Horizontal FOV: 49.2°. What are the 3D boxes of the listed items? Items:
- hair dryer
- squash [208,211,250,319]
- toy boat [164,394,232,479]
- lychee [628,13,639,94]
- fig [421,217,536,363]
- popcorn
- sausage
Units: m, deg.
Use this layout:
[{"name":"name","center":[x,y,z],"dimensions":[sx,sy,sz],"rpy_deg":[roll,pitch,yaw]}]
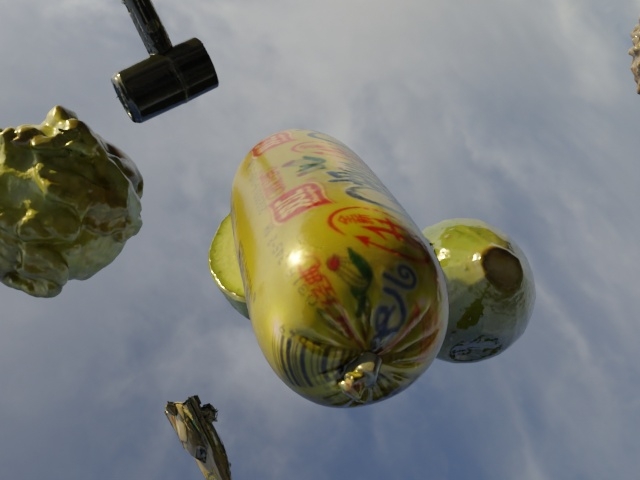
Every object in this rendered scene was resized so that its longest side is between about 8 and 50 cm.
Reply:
[{"name":"hair dryer","center":[-0.226,-0.269,0.875],"dimensions":[0.124,0.071,0.219],"rpy_deg":[-27,-72,-16]},{"name":"squash","center":[-0.031,-0.001,0.953],"dimensions":[0.252,0.252,0.049],"rpy_deg":[-82,-23,-43]},{"name":"toy boat","center":[-0.193,0.357,1.189],"dimensions":[0.066,0.084,0.210],"rpy_deg":[-20,-100,-49]},{"name":"lychee","center":[0.750,-0.324,1.171],"dimensions":[0.432,0.380,0.380],"rpy_deg":[-2,-139,19]},{"name":"fig","center":[0.197,0.072,0.976],"dimensions":[0.207,0.207,0.230],"rpy_deg":[46,-169,8]},{"name":"popcorn","center":[-0.450,-0.062,1.132],"dimensions":[0.312,0.312,0.312],"rpy_deg":[19,-134,-21]},{"name":"sausage","center":[0.000,0.000,0.506],"dimensions":[0.123,0.123,0.347],"rpy_deg":[21,-162,-19]}]
